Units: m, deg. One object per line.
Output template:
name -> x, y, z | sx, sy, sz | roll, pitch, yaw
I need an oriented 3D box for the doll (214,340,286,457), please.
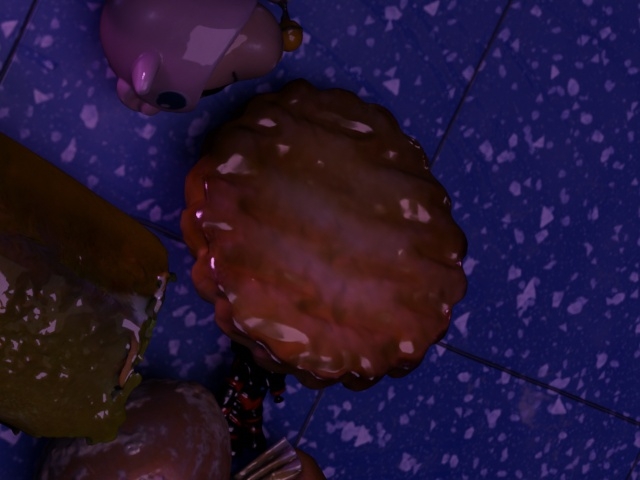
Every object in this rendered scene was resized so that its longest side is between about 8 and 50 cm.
doll -> -0.058, 0.112, 1.690 | 0.088, 0.127, 0.249 | 15, 96, 1

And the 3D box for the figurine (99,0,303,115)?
figurine -> -0.093, -0.243, 1.506 | 0.186, 0.176, 0.287 | 28, 77, -8

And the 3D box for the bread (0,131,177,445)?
bread -> -0.320, 0.031, 1.461 | 0.376, 0.208, 0.251 | 36, 84, -29

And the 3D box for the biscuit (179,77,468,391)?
biscuit -> 0.000, 0.000, 1.611 | 0.325, 0.107, 0.326 | 11, 66, -27

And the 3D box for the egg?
egg -> -0.190, 0.243, 1.601 | 0.233, 0.195, 0.195 | -40, 121, -8

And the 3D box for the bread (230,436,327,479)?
bread -> -0.008, 0.344, 1.697 | 0.107, 0.241, 0.136 | -25, 154, -9
